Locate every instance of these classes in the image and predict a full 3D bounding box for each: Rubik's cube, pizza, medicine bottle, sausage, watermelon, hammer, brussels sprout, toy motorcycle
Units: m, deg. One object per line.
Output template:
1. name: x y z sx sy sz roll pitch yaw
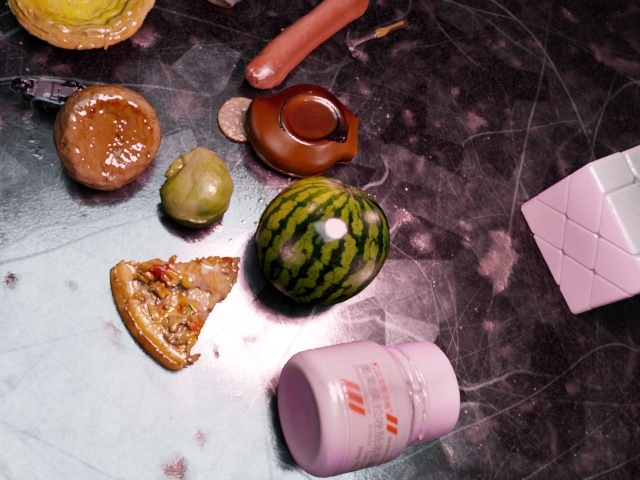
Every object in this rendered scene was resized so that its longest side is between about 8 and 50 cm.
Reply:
1. Rubik's cube: 0.752 -0.039 1.710 0.315 0.319 0.322 -21 80 -20
2. pizza: -0.291 0.147 1.490 0.287 0.074 0.252 -8 79 -17
3. medicine bottle: 0.099 0.335 1.446 0.324 0.256 0.256 -4 75 -26
4. sausage: -0.033 -0.513 1.747 0.094 0.094 0.419 32 65 27
5. watermelon: 0.000 0.000 1.503 0.284 0.285 0.285 4 73 -15
6. hammer: 0.149 -0.551 1.846 0.200 0.021 0.078 -29 84 -22
7. brussels sprout: -0.264 -0.113 1.546 0.145 0.131 0.183 27 68 17
8. toy motorcycle: -0.586 -0.316 1.526 0.173 0.100 0.058 8 71 -17

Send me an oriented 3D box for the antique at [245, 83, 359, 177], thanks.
1. antique: -0.037 -0.263 1.646 0.277 0.129 0.224 13 71 -18

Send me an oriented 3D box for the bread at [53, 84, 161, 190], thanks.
1. bread: -0.462 -0.226 1.493 0.229 0.123 0.230 -12 113 -30

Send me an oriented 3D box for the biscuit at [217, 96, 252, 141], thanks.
1. biscuit: -0.188 -0.291 1.676 0.120 0.015 0.120 4 73 -15

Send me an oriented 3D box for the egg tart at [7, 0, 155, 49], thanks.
1. egg tart: -0.547 -0.570 1.591 0.345 0.132 0.346 5 72 -15

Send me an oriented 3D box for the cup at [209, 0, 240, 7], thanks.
1. cup: -0.228 -0.655 1.701 0.199 0.199 0.150 20 90 -10
